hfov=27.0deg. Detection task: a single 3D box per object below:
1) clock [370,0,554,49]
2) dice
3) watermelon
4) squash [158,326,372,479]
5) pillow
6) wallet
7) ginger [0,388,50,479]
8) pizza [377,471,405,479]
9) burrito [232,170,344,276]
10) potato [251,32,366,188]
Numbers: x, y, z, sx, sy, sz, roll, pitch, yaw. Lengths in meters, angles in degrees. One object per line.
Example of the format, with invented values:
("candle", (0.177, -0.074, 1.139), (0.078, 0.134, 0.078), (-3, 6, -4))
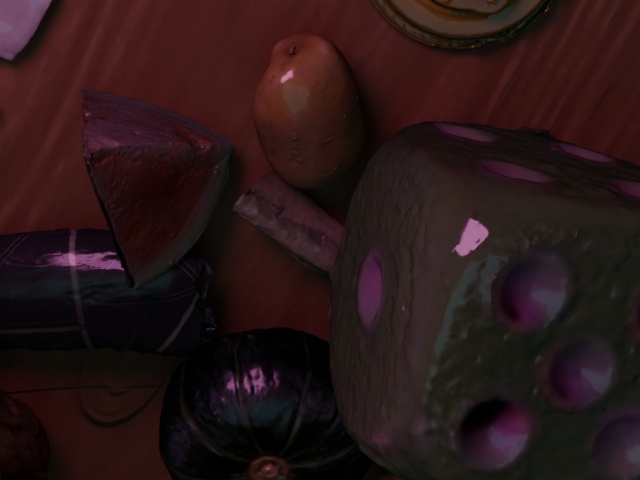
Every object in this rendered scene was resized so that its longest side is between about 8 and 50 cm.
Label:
("clock", (0.149, -0.303, 1.361), (0.237, 0.057, 0.237), (1, 112, 2))
("dice", (0.202, 0.070, 1.347), (0.330, 0.322, 0.318), (7, 108, -18))
("watermelon", (-0.214, -0.058, 1.416), (0.202, 0.136, 0.207), (21, 77, -47))
("squash", (-0.062, 0.213, 1.522), (0.252, 0.165, 0.252), (-1, 125, -2))
("pillow", (-0.285, 0.065, 1.519), (0.335, 0.092, 0.162), (0, 117, 3))
("wallet", (-0.373, -0.283, 1.404), (0.183, 0.032, 0.124), (31, 110, -12))
("ginger", (-0.448, 0.239, 1.538), (0.223, 0.200, 0.269), (-41, 116, 16))
("pizza", (0.145, 0.324, 1.630), (0.204, 0.081, 0.188), (-3, 137, -7))
("burrito", (0.000, 0.000, 1.488), (0.226, 0.087, 0.060), (34, 117, -16))
("potato", (-0.013, -0.133, 1.414), (0.109, 0.118, 0.178), (15, 134, 34))
